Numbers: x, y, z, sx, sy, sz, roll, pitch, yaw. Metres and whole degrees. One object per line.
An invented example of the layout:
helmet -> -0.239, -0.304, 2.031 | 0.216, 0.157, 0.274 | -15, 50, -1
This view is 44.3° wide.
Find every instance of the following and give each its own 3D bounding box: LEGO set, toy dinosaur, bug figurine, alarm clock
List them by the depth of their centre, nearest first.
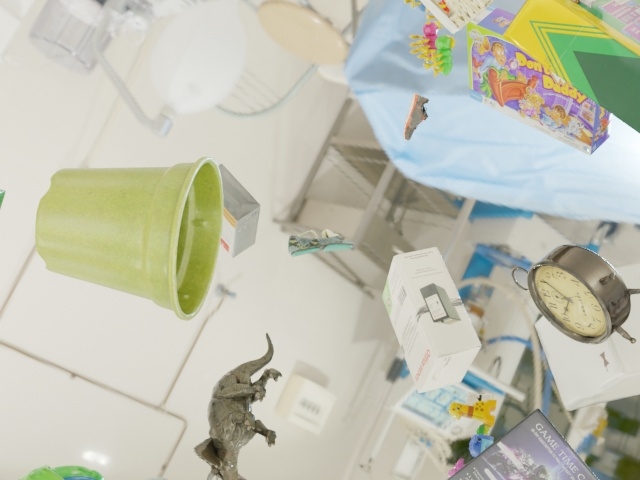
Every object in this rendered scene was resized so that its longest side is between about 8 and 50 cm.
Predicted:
alarm clock -> 0.325, 0.064, 1.033 | 0.192, 0.064, 0.129 | 15, 136, 55
toy dinosaur -> -0.163, 0.316, 1.501 | 0.160, 0.313, 0.121 | -12, 152, 31
LEGO set -> 0.305, 0.387, 1.618 | 0.093, 0.227, 0.087 | 13, 137, 6
bug figurine -> 0.252, -0.486, 1.740 | 0.072, 0.216, 0.279 | -9, -151, -6

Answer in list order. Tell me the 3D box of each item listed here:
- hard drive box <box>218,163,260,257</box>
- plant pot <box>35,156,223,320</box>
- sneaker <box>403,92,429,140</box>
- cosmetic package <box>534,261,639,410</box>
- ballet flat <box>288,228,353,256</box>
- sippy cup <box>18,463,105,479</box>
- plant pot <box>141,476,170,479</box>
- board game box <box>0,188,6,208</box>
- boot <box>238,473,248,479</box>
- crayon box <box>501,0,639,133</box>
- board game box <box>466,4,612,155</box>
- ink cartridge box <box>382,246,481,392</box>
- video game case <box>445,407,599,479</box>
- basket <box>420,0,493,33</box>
hard drive box -> -0.271, -0.084, 2.304 | 0.181, 0.089, 0.232 | 47, 156, 16
plant pot -> -0.322, -0.018, 1.323 | 0.254, 0.275, 0.276 | 7, 165, 6
sneaker -> 0.290, -0.365, 2.373 | 0.065, 0.061, 0.157 | 13, 130, 3
cosmetic package -> 0.597, 0.118, 1.215 | 0.454, 0.161, 0.230 | -11, 157, -9
ballet flat -> 0.000, 0.000, 2.116 | 0.189, 0.070, 0.070 | -6, -178, -27
sippy cup -> -0.414, 0.536, 1.317 | 0.224, 0.240, 0.305 | 27, 168, 45
plant pot -> -0.407, 0.672, 1.758 | 0.252, 0.247, 0.247 | 26, 130, 62
board game box -> -0.835, -0.054, 1.867 | 0.030, 0.136, 0.259 | 17, -175, 1
boot -> -0.165, 0.545, 1.628 | 0.037, 0.114, 0.106 | 5, 159, 9
crayon box -> 0.517, -0.325, 1.333 | 0.313, 0.363, 0.106 | 39, 127, 14
board game box -> 0.492, -0.366, 1.778 | 0.347, 0.078, 0.233 | 35, 157, 34
ink cartridge box -> 0.250, 0.186, 1.825 | 0.115, 0.272, 0.198 | -11, 148, -13
video game case -> 0.338, 0.455, 1.369 | 0.196, 0.274, 0.026 | 52, 177, 16
basket -> 0.259, -0.457, 1.336 | 0.113, 0.167, 0.103 | 43, 161, -14
